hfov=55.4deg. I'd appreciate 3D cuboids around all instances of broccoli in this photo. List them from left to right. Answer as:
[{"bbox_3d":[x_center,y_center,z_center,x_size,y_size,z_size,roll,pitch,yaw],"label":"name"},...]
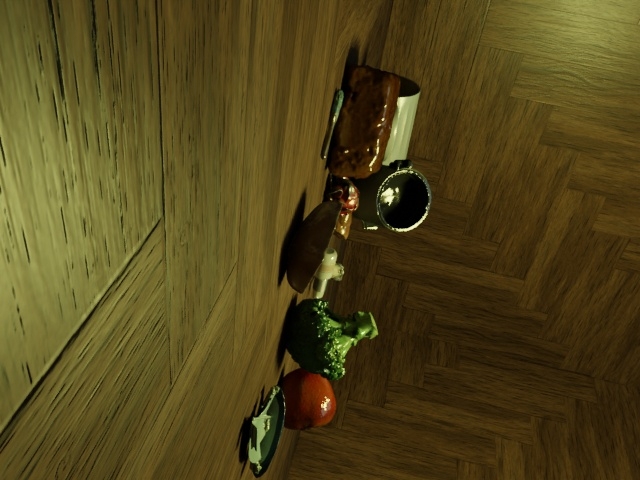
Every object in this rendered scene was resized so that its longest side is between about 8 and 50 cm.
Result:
[{"bbox_3d":[0.031,0.280,1.765,0.270,0.270,0.270,165,-90,-88],"label":"broccoli"}]

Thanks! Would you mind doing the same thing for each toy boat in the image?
[{"bbox_3d":[-0.132,0.437,1.467,0.291,0.070,0.210,91,10,-54],"label":"toy boat"}]

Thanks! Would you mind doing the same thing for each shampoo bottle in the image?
[{"bbox_3d":[0.009,0.115,2.160,0.074,0.074,0.192,-69,171,-60],"label":"shampoo bottle"}]

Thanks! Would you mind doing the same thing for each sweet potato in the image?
[{"bbox_3d":[0.068,-0.123,2.144,0.097,0.097,0.251,-61,157,-72],"label":"sweet potato"}]

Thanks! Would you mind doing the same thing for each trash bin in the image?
[{"bbox_3d":[0.229,-0.157,2.153,0.262,0.217,0.277,-153,-117,-63],"label":"trash bin"}]

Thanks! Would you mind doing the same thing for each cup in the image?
[{"bbox_3d":[0.234,-0.417,2.283,0.322,0.237,0.326,-93,-170,-55],"label":"cup"}]

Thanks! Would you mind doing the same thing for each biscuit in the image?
[{"bbox_3d":[0.145,-0.376,1.926,0.395,0.166,0.342,-58,158,-72],"label":"biscuit"}]

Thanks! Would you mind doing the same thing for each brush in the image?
[{"bbox_3d":[0.029,-0.308,1.636,0.070,0.021,0.196,80,26,-79],"label":"brush"}]

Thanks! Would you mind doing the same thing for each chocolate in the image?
[{"bbox_3d":[-0.027,0.001,1.447,0.254,0.080,0.157,-69,-175,-48],"label":"chocolate"}]

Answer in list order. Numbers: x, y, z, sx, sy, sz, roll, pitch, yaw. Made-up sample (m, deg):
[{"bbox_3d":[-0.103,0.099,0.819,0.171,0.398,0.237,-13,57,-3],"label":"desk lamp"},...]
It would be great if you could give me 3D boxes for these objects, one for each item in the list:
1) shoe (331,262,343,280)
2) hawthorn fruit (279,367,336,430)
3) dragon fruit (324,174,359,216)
[{"bbox_3d":[0.059,0.131,2.664,0.180,0.092,0.089,70,33,-81],"label":"shoe"},{"bbox_3d":[-0.048,0.477,1.907,0.196,0.197,0.225,85,2,-74],"label":"hawthorn fruit"},{"bbox_3d":[0.066,-0.146,1.976,0.121,0.130,0.142,-39,161,-20],"label":"dragon fruit"}]
